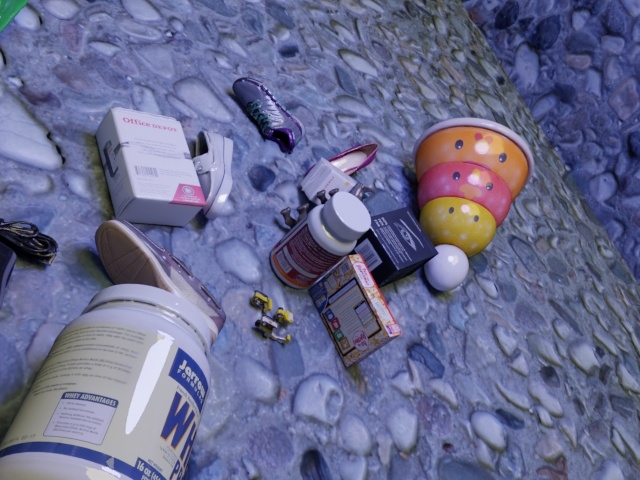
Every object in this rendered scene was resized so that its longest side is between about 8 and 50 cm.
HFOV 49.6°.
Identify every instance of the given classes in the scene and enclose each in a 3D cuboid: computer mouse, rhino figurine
[{"bbox_3d":[-0.521,0.055,1.037,0.188,0.072,0.272,29,28,-20],"label":"computer mouse"},{"bbox_3d":[0.030,-0.067,1.619,0.243,0.073,0.106,-27,109,-24],"label":"rhino figurine"}]

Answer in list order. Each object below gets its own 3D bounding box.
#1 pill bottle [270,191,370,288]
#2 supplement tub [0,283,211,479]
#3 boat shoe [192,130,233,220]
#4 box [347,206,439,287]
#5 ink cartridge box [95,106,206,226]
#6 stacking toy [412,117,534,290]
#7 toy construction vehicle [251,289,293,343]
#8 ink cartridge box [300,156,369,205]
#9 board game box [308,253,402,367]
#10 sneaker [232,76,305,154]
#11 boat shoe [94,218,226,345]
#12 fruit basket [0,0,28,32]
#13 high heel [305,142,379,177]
[{"bbox_3d":[0.000,0.000,1.472,0.121,0.221,0.121,26,42,-26],"label":"pill bottle"},{"bbox_3d":[-0.285,0.243,0.954,0.235,0.235,0.325,33,39,-19],"label":"supplement tub"},{"bbox_3d":[-0.243,-0.143,1.481,0.084,0.095,0.258,23,33,-24],"label":"boat shoe"},{"bbox_3d":[0.173,0.018,1.725,0.207,0.108,0.153,-14,68,-51],"label":"box"},{"bbox_3d":[-0.339,-0.144,1.372,0.158,0.092,0.218,5,56,-43],"label":"ink cartridge box"},{"bbox_3d":[0.392,-0.067,1.918,0.350,0.350,0.480,31,56,-21],"label":"stacking toy"},{"bbox_3d":[-0.101,0.157,1.394,0.098,0.035,0.086,32,28,-24],"label":"toy construction vehicle"},{"bbox_3d":[0.026,-0.128,1.689,0.143,0.092,0.090,33,15,-31],"label":"ink cartridge box"},{"bbox_3d":[0.069,0.149,1.470,0.045,0.147,0.194,-5,62,-47],"label":"board game box"},{"bbox_3d":[-0.136,-0.315,1.742,0.223,0.083,0.098,38,43,-15],"label":"sneaker"},{"bbox_3d":[-0.280,0.071,1.236,0.285,0.103,0.092,47,31,-7],"label":"boat shoe"},{"bbox_3d":[-0.725,-0.524,1.264,0.353,0.165,0.327,26,36,-18],"label":"fruit basket"},{"bbox_3d":[0.060,-0.198,1.798,0.244,0.117,0.082,-18,71,-51],"label":"high heel"}]
